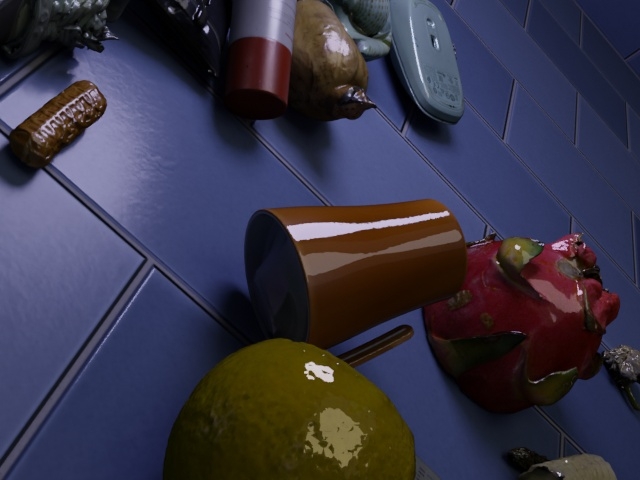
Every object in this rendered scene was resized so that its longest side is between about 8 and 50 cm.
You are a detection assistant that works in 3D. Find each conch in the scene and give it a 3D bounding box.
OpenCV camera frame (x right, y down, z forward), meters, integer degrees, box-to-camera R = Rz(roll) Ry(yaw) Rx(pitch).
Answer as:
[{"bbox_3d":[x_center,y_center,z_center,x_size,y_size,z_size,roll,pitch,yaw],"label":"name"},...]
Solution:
[{"bbox_3d":[0.038,-0.396,1.462,0.200,0.131,0.172,-4,89,-45],"label":"conch"}]

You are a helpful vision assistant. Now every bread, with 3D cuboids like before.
[{"bbox_3d":[-0.295,-0.134,0.934,0.052,0.044,0.157,47,36,-15],"label":"bread"}]

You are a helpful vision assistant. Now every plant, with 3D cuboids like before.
[{"bbox_3d":[0.615,0.273,1.645,0.116,0.104,0.122,12,80,2],"label":"plant"}]

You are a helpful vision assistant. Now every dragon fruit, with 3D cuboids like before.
[{"bbox_3d":[0.332,0.108,1.306,0.305,0.225,0.306,30,43,-33],"label":"dragon fruit"}]

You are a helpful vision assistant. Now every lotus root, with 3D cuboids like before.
[{"bbox_3d":[-0.004,-0.281,1.312,0.154,0.140,0.257,55,12,-56],"label":"lotus root"}]

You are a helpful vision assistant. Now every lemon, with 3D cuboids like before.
[{"bbox_3d":[-0.039,0.231,0.779,0.240,0.240,0.219,45,60,-14],"label":"lemon"}]

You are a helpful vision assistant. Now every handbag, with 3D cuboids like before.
[{"bbox_3d":[-0.214,-0.372,1.178,0.254,0.088,0.211,46,29,-34],"label":"handbag"}]

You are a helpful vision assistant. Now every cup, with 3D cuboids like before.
[{"bbox_3d":[0.039,0.055,1.008,0.263,0.182,0.226,-12,113,-25],"label":"cup"}]

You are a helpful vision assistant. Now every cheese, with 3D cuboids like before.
[{"bbox_3d":[0.369,0.384,1.227,0.167,0.093,0.123,8,74,-46],"label":"cheese"}]

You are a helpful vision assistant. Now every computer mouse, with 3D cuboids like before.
[{"bbox_3d":[0.195,-0.357,1.640,0.159,0.097,0.289,9,66,-47],"label":"computer mouse"}]

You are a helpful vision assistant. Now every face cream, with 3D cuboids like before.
[{"bbox_3d":[-0.087,-0.293,1.210,0.095,0.095,0.214,19,66,-39],"label":"face cream"}]

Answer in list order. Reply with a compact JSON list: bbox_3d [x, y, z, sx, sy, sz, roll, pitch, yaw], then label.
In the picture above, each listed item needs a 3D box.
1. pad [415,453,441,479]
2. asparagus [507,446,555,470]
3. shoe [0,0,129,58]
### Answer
[{"bbox_3d":[0.055,0.277,1.033,0.265,0.009,0.159,45,36,-13],"label":"pad"},{"bbox_3d":[0.344,0.349,1.288,0.165,0.030,0.036,27,68,-36],"label":"asparagus"},{"bbox_3d":[-0.310,-0.272,0.970,0.149,0.109,0.293,36,34,-15],"label":"shoe"}]
